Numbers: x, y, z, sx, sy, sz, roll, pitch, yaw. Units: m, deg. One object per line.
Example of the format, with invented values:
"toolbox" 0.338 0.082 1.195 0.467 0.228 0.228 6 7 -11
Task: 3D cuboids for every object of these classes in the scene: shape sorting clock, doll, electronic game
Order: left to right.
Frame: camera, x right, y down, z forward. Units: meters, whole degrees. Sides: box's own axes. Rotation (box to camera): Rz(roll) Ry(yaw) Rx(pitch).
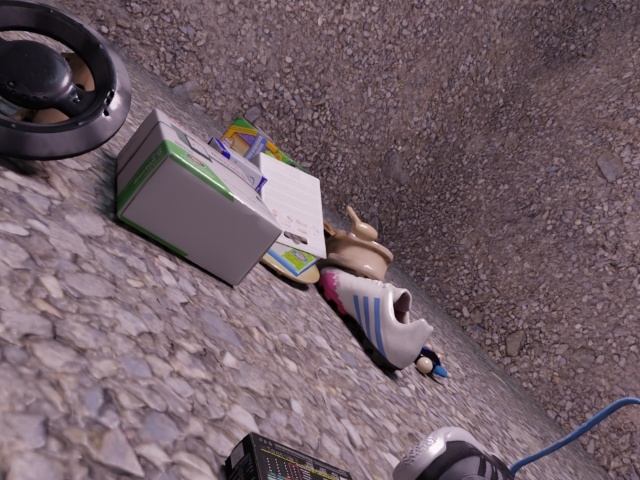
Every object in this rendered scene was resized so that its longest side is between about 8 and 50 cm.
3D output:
"electronic game" -0.352 -0.201 0.592 0.229 0.229 0.048 39 -35 -11
"shape sorting clock" -0.089 0.026 1.054 0.206 0.040 0.206 32 19 -12
"doll" 0.276 0.304 1.227 0.129 0.046 0.189 42 8 18

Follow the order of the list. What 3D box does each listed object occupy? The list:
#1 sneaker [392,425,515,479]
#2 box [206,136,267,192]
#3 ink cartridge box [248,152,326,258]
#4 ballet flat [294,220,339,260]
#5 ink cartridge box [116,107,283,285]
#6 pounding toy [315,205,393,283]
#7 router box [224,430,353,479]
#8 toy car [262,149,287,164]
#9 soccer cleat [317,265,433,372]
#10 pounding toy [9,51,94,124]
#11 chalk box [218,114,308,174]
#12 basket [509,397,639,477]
"sneaker" 0.200 0.319 0.570 0.268 0.101 0.153 37 6 -41
"box" -0.209 -0.130 1.049 0.137 0.126 0.072 31 13 -46
"ink cartridge box" -0.079 -0.074 1.142 0.189 0.066 0.233 20 56 -38
"ballet flat" 0.000 0.000 1.443 0.124 0.116 0.342 -1 38 -48
"ink cartridge box" -0.210 -0.084 0.798 0.211 0.122 0.289 36 9 -34
"pounding toy" 0.098 0.019 1.201 0.154 0.155 0.269 28 -20 -13
"router box" -0.013 0.216 0.382 0.122 0.038 0.092 36 9 -28
"toy car" -0.130 -0.106 1.266 0.189 0.155 0.149 58 15 26
"soccer cleat" 0.117 0.135 1.057 0.116 0.143 0.331 33 11 -43
"pounding toy" -0.376 -0.197 0.692 0.100 0.141 0.130 34 -4 -41
"chalk box" -0.168 -0.202 1.465 0.289 0.179 0.180 43 8 14
"basket" 0.437 0.404 0.683 0.201 0.255 0.289 32 22 -33
